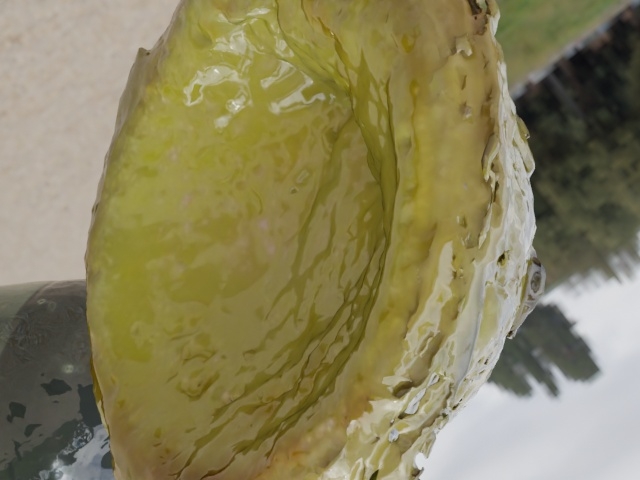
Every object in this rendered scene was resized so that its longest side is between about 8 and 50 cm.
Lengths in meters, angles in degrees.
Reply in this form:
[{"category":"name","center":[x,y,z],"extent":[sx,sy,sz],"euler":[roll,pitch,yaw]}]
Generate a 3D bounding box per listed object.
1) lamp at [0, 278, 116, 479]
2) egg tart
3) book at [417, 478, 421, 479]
[{"category":"lamp","center":[-0.214,0.079,1.125],"extent":[0.182,0.314,0.182],"euler":[-49,165,-18]},{"category":"egg tart","center":[0.000,0.000,0.736],"extent":[0.120,0.315,0.315],"euler":[14,146,-34]},{"category":"book","center":[0.162,0.361,1.506],"extent":[0.032,0.389,0.269],"euler":[-48,180,19]}]
